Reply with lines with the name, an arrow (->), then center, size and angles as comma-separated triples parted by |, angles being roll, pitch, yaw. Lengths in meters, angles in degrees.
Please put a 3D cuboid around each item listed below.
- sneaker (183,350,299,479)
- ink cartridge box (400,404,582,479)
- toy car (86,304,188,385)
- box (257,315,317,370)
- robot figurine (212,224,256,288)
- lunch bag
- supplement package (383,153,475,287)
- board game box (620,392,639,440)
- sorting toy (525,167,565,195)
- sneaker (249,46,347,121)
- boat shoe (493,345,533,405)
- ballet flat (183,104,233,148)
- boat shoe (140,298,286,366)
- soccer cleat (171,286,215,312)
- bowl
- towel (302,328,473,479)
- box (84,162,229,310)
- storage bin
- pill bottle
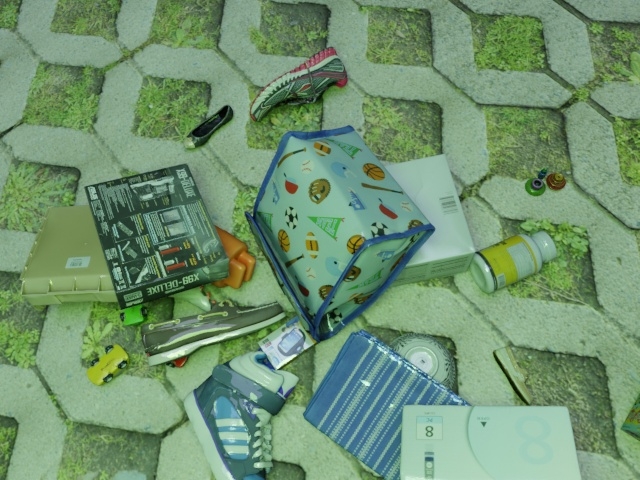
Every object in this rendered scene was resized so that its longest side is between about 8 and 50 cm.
sneaker -> -0.127, 0.391, 1.209 | 0.236, 0.130, 0.322 | -35, 63, -5
ink cartridge box -> 0.293, 0.473, 0.984 | 0.308, 0.091, 0.385 | -3, 41, 14
toy car -> -0.433, 0.218, 1.350 | 0.239, 0.053, 0.224 | -13, 66, -2
box -> -0.082, 0.244, 1.328 | 0.136, 0.028, 0.081 | -33, 69, -12
robot figurine -> -0.265, 0.030, 1.377 | 0.219, 0.128, 0.158 | 30, 71, 16
lunch bag -> 0.000, 0.000, 1.248 | 0.239, 0.385, 0.327 | -11, 58, -36
supplement package -> 0.229, -0.045, 1.366 | 0.204, 0.145, 0.261 | -11, 67, 0
board game box -> 0.763, 0.308, 1.155 | 0.142, 0.144, 0.275 | 30, 82, 16
sorting toy -> 0.575, -0.154, 1.445 | 0.102, 0.042, 0.061 | -13, 67, -1
sneaker -> -0.063, -0.415, 1.568 | 0.299, 0.121, 0.112 | -32, 99, -2
boat shoe -> 0.436, 0.296, 1.257 | 0.045, 0.050, 0.135 | -27, 68, -2
ballet flat -> -0.314, -0.317, 1.573 | 0.057, 0.049, 0.173 | 41, 75, 19
boat shoe -> -0.238, 0.188, 1.286 | 0.325, 0.116, 0.096 | -17, 80, -18
soccer cleat -> -0.331, 0.122, 1.381 | 0.196, 0.068, 0.076 | 39, 79, 25
bowl -> 0.220, 0.279, 1.263 | 0.170, 0.080, 0.170 | -2, 66, 4
towel -> 0.151, 0.375, 1.203 | 0.336, 0.040, 0.243 | 33, 96, 15
box -> -0.369, -0.021, 1.273 | 0.243, 0.076, 0.307 | -17, 58, -21
storage bin -> -0.538, 0.040, 1.360 | 0.263, 0.123, 0.260 | -3, 53, 4
pill bottle -> 0.452, 0.046, 1.335 | 0.184, 0.103, 0.103 | -22, 67, -6
